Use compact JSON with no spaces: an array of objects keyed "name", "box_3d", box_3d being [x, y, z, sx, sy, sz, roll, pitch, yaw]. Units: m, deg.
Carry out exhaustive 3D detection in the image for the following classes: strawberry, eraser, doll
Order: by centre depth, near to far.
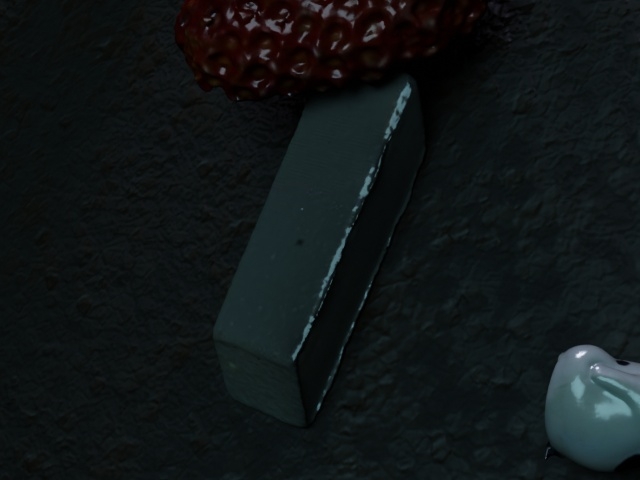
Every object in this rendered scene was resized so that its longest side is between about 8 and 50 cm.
[{"name":"doll","box_3d":[0.274,0.138,1.175,0.180,0.110,0.107,-3,72,26]},{"name":"strawberry","box_3d":[0.006,-0.271,1.395,0.336,0.149,0.265,-26,45,0]},{"name":"eraser","box_3d":[0.000,0.000,1.397,0.111,0.077,0.352,18,82,35]}]
